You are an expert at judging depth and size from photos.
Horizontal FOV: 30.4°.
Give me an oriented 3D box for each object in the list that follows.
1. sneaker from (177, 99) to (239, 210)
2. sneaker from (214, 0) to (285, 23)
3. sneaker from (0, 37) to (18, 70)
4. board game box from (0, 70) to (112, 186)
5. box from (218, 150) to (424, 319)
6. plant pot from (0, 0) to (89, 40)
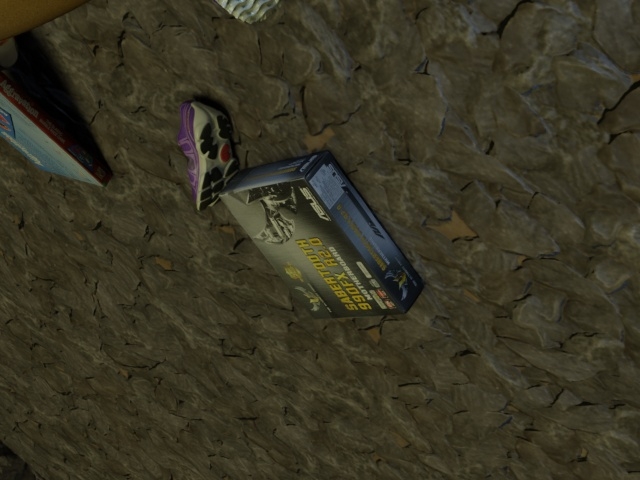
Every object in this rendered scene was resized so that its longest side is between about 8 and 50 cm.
[{"bbox_3d":[-0.151,-0.114,1.532,0.071,0.068,0.170,37,143,32],"label":"sneaker"},{"bbox_3d":[-0.138,-0.347,1.182,0.293,0.102,0.146,44,-177,-40],"label":"sneaker"},{"bbox_3d":[-0.488,-0.273,1.645,0.215,0.084,0.083,26,151,36],"label":"sneaker"},{"bbox_3d":[-0.428,-0.169,1.679,0.145,0.027,0.281,14,160,32],"label":"board game box"},{"bbox_3d":[0.000,0.000,1.510,0.183,0.056,0.231,-8,126,49],"label":"box"},{"bbox_3d":[-0.336,-0.330,1.300,0.254,0.237,0.237,1,134,26],"label":"plant pot"}]
